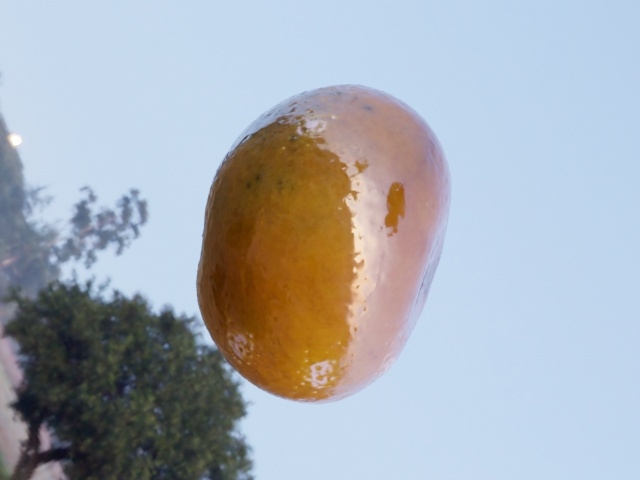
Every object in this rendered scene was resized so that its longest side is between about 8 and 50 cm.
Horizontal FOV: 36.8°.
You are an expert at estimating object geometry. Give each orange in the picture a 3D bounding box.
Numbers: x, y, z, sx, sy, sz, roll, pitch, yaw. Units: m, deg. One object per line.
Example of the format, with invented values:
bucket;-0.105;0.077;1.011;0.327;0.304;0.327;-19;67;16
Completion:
orange;0.000;0.000;0.714;0.171;0.240;0.240;20;-40;11
